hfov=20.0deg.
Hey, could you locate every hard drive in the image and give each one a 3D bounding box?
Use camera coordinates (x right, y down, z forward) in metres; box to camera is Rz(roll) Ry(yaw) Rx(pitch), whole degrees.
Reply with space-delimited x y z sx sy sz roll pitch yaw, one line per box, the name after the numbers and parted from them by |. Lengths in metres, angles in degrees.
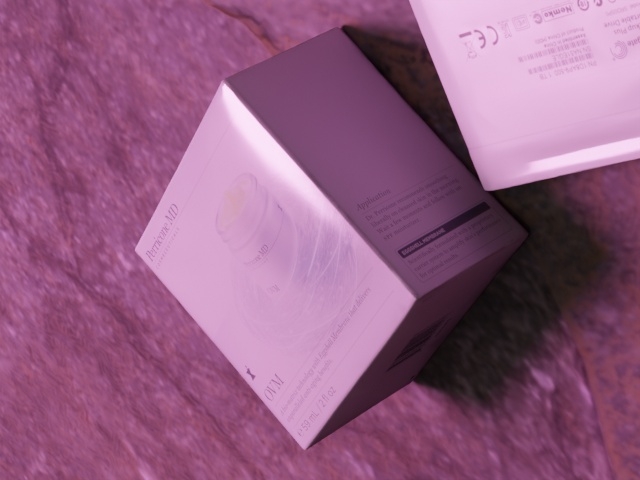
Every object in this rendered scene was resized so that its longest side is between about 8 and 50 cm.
0.136 -0.218 1.204 0.233 0.047 0.353 -12 104 50 | hard drive

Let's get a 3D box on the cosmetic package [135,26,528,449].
0.000 0.000 1.409 0.224 0.138 0.224 49 139 15 | cosmetic package
